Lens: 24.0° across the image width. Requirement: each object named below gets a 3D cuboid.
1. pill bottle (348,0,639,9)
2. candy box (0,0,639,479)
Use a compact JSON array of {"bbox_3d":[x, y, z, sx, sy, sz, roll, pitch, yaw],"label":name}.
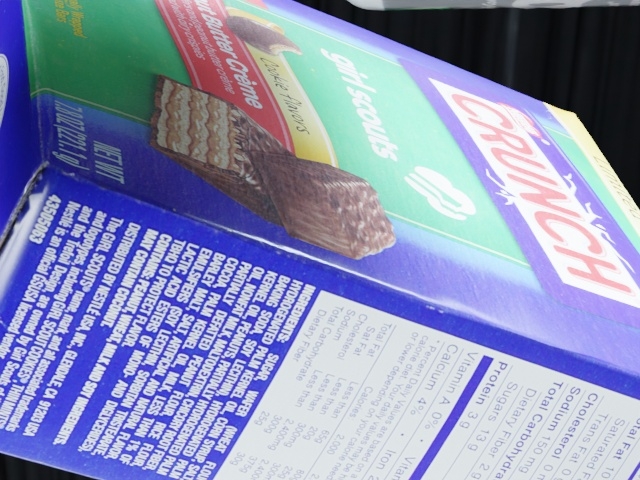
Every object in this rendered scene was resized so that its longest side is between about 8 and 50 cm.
[{"bbox_3d":[0.110,-0.262,1.034,0.361,0.204,0.204,0,28,7],"label":"pill bottle"},{"bbox_3d":[0.000,0.000,0.643,0.317,0.122,0.268,20,25,-24],"label":"candy box"}]
